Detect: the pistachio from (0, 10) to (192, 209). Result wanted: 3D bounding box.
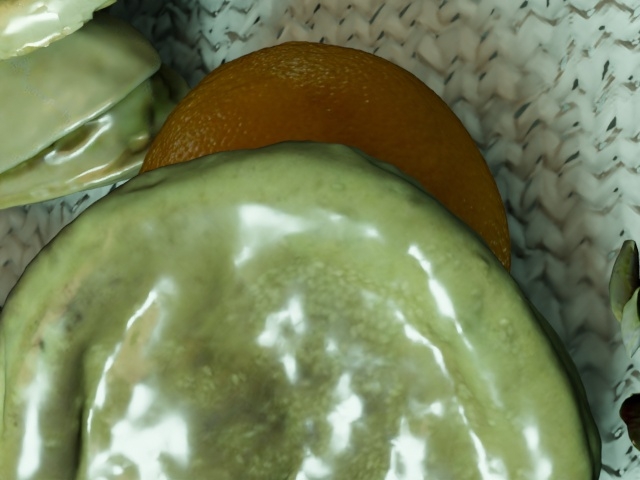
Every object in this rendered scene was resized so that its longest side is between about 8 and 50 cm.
[{"bbox_3d":[-0.175,-0.077,0.958,0.226,0.136,0.136,-3,83,32],"label":"pistachio"}]

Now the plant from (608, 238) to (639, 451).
[{"bbox_3d":[0.185,0.111,0.659,0.297,0.306,0.261,-8,110,57],"label":"plant"}]

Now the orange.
[{"bbox_3d":[0.000,0.000,0.812,0.206,0.206,0.206,-4,83,30],"label":"orange"}]

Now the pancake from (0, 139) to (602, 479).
[{"bbox_3d":[-0.012,0.099,0.700,0.294,0.049,0.294,-1,98,-8],"label":"pancake"}]

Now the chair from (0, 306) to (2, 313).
[{"bbox_3d":[-0.229,0.114,0.887,0.188,0.272,0.166,13,92,30],"label":"chair"}]

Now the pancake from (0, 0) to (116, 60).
[{"bbox_3d":[-0.196,-0.233,0.970,0.356,0.065,0.356,-12,55,19],"label":"pancake"}]
